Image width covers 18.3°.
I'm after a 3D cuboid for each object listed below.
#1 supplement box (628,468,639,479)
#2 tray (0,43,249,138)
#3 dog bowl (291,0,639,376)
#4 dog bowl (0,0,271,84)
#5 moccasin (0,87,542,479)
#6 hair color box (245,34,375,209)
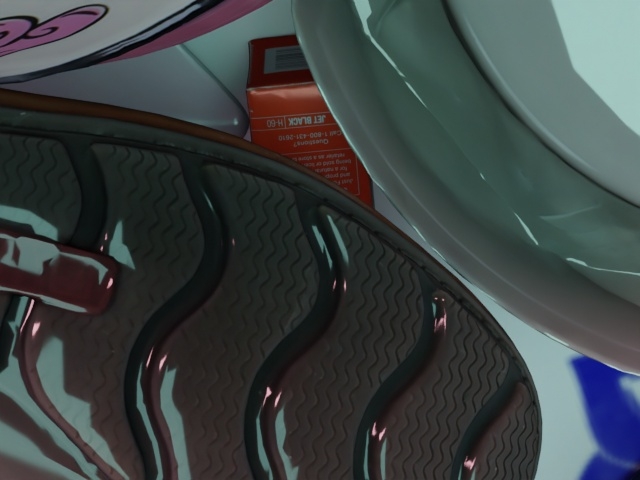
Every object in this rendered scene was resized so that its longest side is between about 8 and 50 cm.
[{"bbox_3d":[0.246,0.252,0.785,0.356,0.195,0.194,39,102,-16],"label":"supplement box"},{"bbox_3d":[-0.159,-0.081,0.686,0.270,0.030,0.145,46,71,-21],"label":"tray"},{"bbox_3d":[0.159,-0.127,0.649,0.348,0.102,0.349,2,101,8],"label":"dog bowl"},{"bbox_3d":[-0.090,-0.223,0.499,0.150,0.408,0.408,11,115,-53],"label":"dog bowl"},{"bbox_3d":[-0.110,0.025,0.625,0.380,0.147,0.139,11,85,-16],"label":"moccasin"},{"bbox_3d":[0.000,0.000,0.734,0.043,0.072,0.141,-6,110,1],"label":"hair color box"}]
